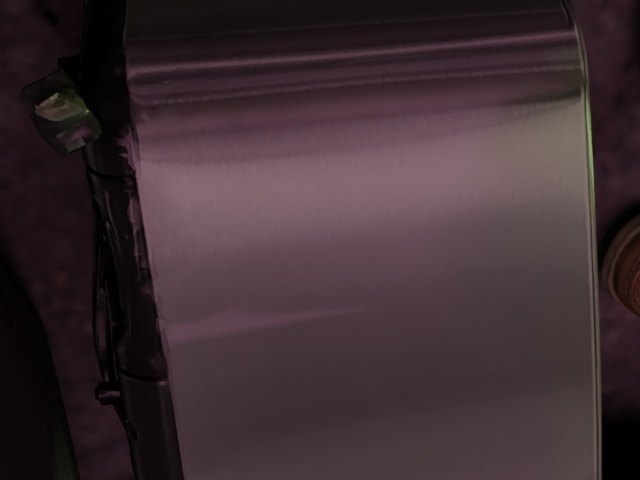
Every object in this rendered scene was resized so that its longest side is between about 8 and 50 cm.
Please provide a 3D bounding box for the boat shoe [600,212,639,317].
[{"bbox_3d":[0.153,0.023,0.548,0.135,0.045,0.050,12,114,-15],"label":"boat shoe"}]

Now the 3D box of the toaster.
[{"bbox_3d":[0.000,0.000,0.433,0.110,0.186,0.168,-7,118,-1],"label":"toaster"}]

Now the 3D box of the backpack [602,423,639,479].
[{"bbox_3d":[0.107,0.111,0.547,0.105,0.114,0.084,3,117,-8],"label":"backpack"}]

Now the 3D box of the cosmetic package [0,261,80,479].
[{"bbox_3d":[-0.122,0.047,0.403,0.107,0.127,0.238,-13,161,-4],"label":"cosmetic package"}]
